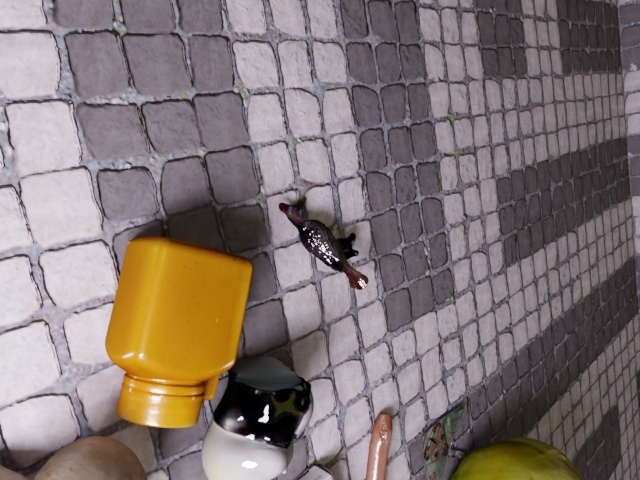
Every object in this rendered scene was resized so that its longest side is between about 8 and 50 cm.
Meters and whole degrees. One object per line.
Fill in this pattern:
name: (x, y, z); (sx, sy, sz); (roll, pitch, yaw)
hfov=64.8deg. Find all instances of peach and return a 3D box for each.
peach: (0.420, 0.592, 1.087); (0.282, 0.316, 0.313); (16, 93, -30)

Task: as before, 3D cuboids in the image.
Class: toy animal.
toy animal: (-0.090, 0.269, 0.726); (0.138, 0.166, 0.179); (16, 87, 2)
toy animal: (0.003, -0.002, 0.857); (0.202, 0.070, 0.105); (43, 19, -26)

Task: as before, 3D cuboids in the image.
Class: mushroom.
mushroom: (-0.292, 0.302, 0.531); (0.204, 0.204, 0.204); (-1, 91, -43)

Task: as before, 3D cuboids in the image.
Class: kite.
kite: (0.293, 0.488, 1.166); (0.250, 0.012, 0.229); (39, 69, -37)

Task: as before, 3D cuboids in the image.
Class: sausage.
sausage: (0.112, 0.431, 0.980); (0.043, 0.043, 0.186); (14, 81, -42)

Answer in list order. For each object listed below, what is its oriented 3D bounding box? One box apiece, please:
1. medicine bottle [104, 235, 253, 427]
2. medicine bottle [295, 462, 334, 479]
medicine bottle: (-0.186, 0.115, 0.651); (0.150, 0.112, 0.221); (18, 78, -42)
medicine bottle: (-0.045, 0.499, 0.829); (0.201, 0.052, 0.171); (-23, 106, -38)
